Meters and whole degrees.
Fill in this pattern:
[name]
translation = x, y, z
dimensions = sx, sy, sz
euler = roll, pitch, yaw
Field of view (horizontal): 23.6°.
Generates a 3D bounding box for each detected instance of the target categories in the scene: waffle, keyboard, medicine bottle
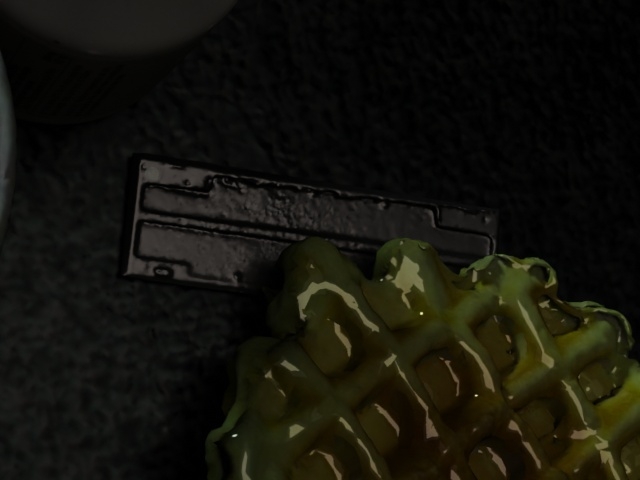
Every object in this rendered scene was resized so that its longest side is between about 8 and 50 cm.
[waffle]
translation = 0.074, 0.151, 0.711
dimensions = 0.297, 0.073, 0.317
euler = 19, 60, -23
[keyboard]
translation = 0.000, 0.000, 0.759
dimensions = 0.198, 0.010, 0.063
euler = 9, 80, -20
[medicine bottle]
translation = -0.095, -0.134, 0.635
dimensions = 0.135, 0.215, 0.135
euler = 4, 79, -20

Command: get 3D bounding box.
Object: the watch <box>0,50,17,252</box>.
[watch]
translation = -0.289, -0.015, 0.532
dimensions = 0.335, 0.314, 0.327
euler = 36, 57, 0
